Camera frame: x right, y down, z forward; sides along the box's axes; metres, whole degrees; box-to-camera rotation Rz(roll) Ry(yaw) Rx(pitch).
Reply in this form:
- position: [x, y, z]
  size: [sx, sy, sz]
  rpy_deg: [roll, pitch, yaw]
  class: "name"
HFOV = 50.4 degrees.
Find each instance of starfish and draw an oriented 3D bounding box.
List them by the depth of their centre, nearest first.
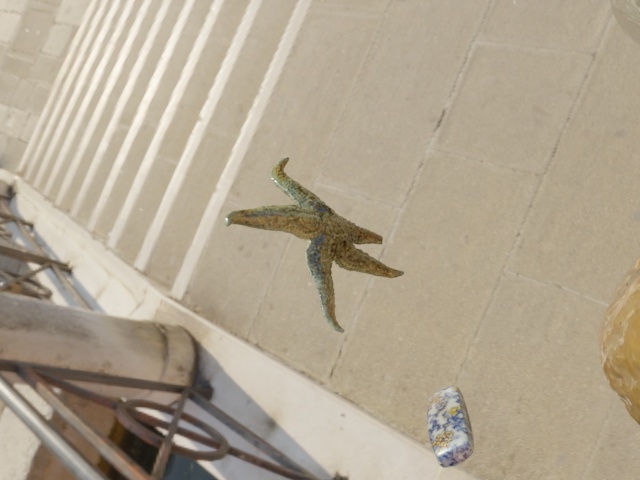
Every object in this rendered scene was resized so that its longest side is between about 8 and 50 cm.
- position: [0.001, -0.001, 0.702]
  size: [0.050, 0.224, 0.216]
  rpy_deg: [-40, 52, 43]
  class: "starfish"

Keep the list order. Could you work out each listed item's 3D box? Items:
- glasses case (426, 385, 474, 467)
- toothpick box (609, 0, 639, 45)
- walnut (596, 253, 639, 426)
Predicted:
- position: [0.264, 0.377, 1.398]
  size: [0.087, 0.248, 0.065]
  rpy_deg: [-32, 100, 12]
  class: "glasses case"
- position: [0.196, -0.076, 0.240]
  size: [0.111, 0.111, 0.180]
  rpy_deg: [-39, 38, 19]
  class: "toothpick box"
- position: [0.534, 0.121, 0.890]
  size: [0.307, 0.344, 0.305]
  rpy_deg: [-3, 66, 8]
  class: "walnut"
